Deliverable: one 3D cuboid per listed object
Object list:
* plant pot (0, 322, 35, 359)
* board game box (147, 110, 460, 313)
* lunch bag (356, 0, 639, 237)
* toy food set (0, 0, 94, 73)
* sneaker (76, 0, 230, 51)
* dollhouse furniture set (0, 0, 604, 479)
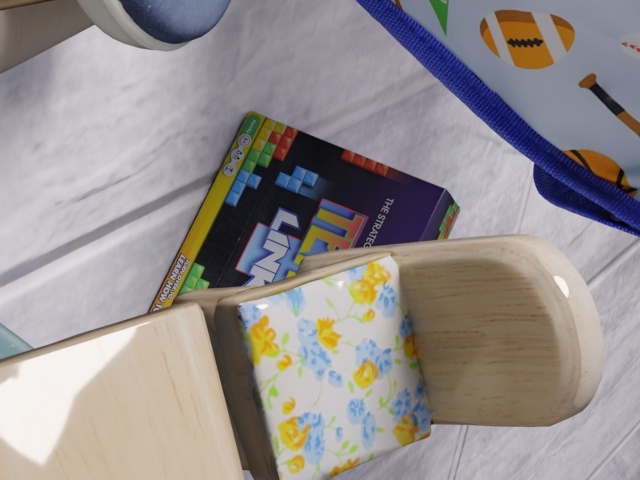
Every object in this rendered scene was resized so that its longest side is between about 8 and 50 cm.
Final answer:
[{"bbox_3d":[-0.167,0.175,0.735,0.248,0.252,0.247,-56,154,-28],"label":"plant pot"},{"bbox_3d":[-0.015,0.024,1.081,0.170,0.141,0.048,-65,158,-8],"label":"board game box"},{"bbox_3d":[0.204,-0.193,0.961,0.328,0.385,0.239,-43,170,-29],"label":"lunch bag"},{"bbox_3d":[-0.128,-0.213,0.696,0.220,0.092,0.306,-38,136,-50],"label":"toy food set"},{"bbox_3d":[0.000,-0.236,0.660,0.131,0.148,0.350,0,103,-63],"label":"sneaker"},{"bbox_3d":[-0.060,0.052,0.490,0.362,0.256,0.394,-17,97,-36],"label":"dollhouse furniture set"}]
